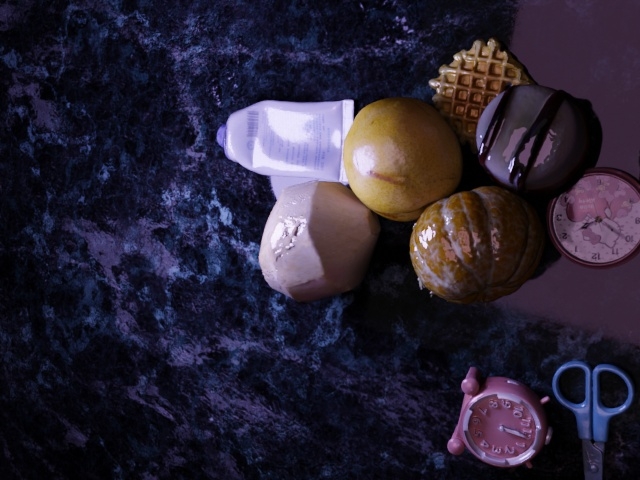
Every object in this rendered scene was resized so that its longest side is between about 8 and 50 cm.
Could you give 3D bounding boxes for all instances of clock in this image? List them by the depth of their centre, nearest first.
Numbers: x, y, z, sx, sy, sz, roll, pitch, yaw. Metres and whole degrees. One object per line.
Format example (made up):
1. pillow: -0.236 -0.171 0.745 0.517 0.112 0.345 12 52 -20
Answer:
1. clock: 0.661 -0.053 1.727 0.244 0.056 0.245 2 94 29
2. clock: 0.471 0.461 1.859 0.241 0.142 0.227 13 103 18

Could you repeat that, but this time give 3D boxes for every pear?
1. pear: 0.206 -0.205 1.836 0.314 0.314 0.315 4 98 29

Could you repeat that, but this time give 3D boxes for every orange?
1. orange: 0.378 0.018 1.743 0.329 0.329 0.249 -22 63 30

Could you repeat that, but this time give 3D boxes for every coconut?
1. coconut: 0.000 0.000 1.956 0.352 0.352 0.353 4 98 29

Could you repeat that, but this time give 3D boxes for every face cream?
1. face cream: -0.107 -0.296 2.113 0.420 0.137 0.235 6 97 21

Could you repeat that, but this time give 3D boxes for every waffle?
1. waffle: 0.406 -0.365 1.839 0.250 0.056 0.261 -37 79 28

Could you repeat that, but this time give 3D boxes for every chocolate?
1. chocolate: 0.475 -0.230 1.680 0.283 0.186 0.284 3 97 29

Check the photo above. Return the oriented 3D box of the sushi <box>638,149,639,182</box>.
1. sushi: 0.779 -0.242 1.596 0.131 0.139 0.291 26 106 17

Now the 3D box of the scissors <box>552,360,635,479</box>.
1. scissors: 0.677 0.523 1.799 0.192 0.029 0.447 1 96 30
